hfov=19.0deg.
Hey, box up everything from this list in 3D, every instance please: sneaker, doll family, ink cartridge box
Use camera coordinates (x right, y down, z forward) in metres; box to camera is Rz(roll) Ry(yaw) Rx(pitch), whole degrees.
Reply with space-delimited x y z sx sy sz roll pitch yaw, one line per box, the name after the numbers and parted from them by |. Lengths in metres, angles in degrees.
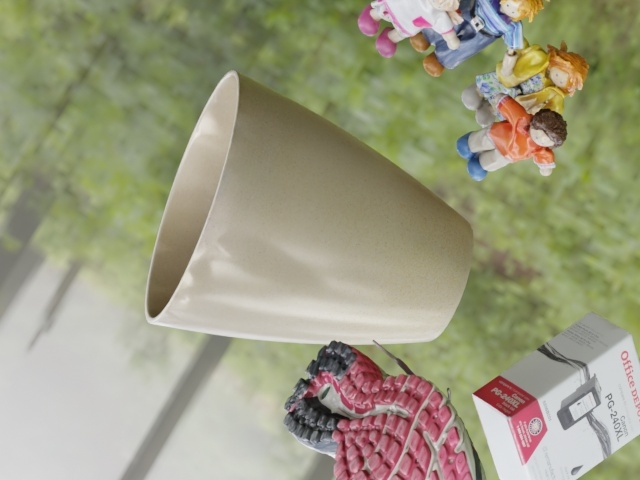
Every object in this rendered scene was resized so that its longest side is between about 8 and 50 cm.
0.074 0.167 1.576 0.112 0.121 0.299 32 -176 -23 | sneaker
0.171 -0.190 1.876 0.263 0.118 0.163 50 146 -13 | doll family
0.227 0.154 1.759 0.063 0.150 0.109 30 147 54 | ink cartridge box

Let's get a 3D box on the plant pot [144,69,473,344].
0.000 0.000 1.859 0.274 0.256 0.256 19 166 -13 | plant pot
